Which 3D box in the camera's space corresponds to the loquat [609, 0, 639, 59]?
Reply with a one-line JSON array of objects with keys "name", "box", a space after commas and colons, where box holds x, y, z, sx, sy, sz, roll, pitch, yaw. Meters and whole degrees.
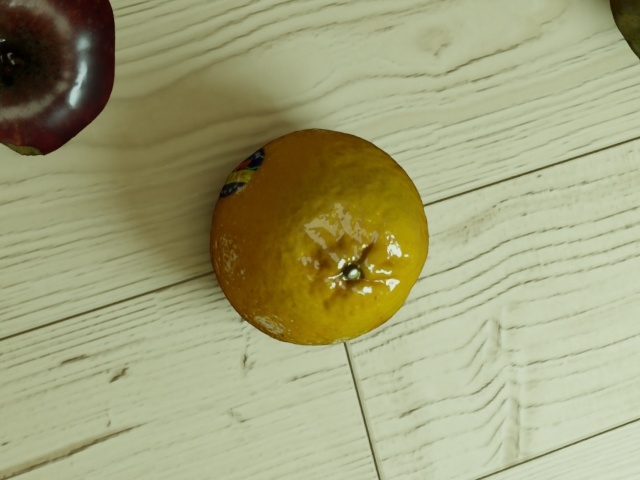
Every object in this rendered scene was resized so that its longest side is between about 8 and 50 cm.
[{"name": "loquat", "box": [0.353, -0.231, 1.511, 0.227, 0.179, 0.179, -39, 106, -22]}]

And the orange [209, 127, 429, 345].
[{"name": "orange", "box": [-0.001, -0.002, 1.411, 0.178, 0.155, 0.177, 4, 82, -28]}]

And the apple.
[{"name": "apple", "box": [-0.223, -0.146, 1.311, 0.147, 0.158, 0.156, -31, 105, -1]}]
